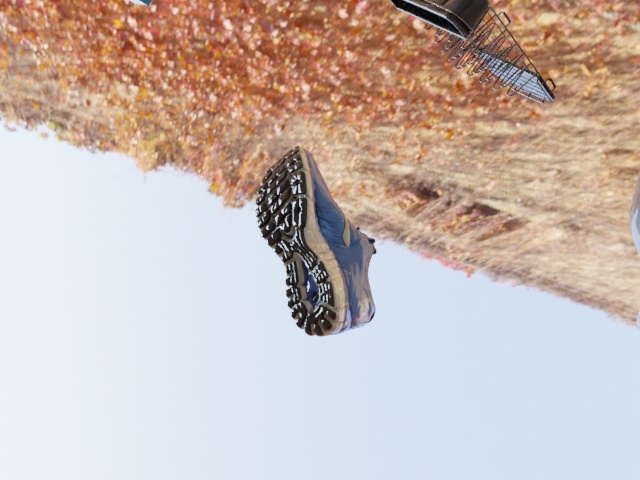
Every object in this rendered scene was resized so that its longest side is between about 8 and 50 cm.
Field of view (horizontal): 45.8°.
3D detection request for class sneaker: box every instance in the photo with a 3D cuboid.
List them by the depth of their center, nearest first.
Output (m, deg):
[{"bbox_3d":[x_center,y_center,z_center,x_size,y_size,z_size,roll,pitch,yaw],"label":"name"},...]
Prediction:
[{"bbox_3d":[0.000,0.000,1.212,0.147,0.130,0.330,8,-122,-45],"label":"sneaker"}]

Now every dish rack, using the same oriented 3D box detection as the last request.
[{"bbox_3d":[0.245,-0.303,1.185,0.074,0.208,0.271,-47,-53,6],"label":"dish rack"}]

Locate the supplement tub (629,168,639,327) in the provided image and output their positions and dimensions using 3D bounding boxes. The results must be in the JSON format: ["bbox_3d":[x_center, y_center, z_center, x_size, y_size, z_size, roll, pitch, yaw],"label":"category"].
[{"bbox_3d":[0.306,-0.080,0.456,0.194,0.193,0.316,12,-88,-14],"label":"supplement tub"}]

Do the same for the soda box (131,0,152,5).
[{"bbox_3d":[-0.382,-0.500,1.327,0.210,0.067,0.071,28,-90,-39],"label":"soda box"}]
